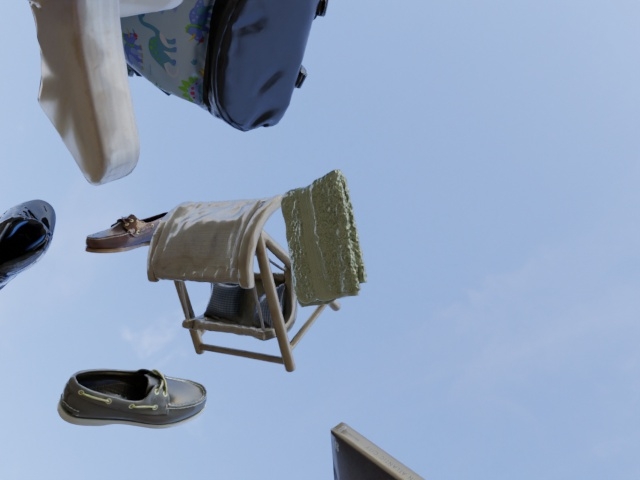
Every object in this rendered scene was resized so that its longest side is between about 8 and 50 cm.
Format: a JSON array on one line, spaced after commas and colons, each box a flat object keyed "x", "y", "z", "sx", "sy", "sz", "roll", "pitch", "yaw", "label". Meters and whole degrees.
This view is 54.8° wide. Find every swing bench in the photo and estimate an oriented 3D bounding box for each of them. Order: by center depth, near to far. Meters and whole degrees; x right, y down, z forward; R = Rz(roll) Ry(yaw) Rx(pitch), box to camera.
[{"x": -0.146, "y": 0.065, "z": 1.056, "sx": 0.253, "sy": 0.165, "sz": 0.254, "roll": -1, "pitch": -53, "yaw": 41, "label": "swing bench"}]

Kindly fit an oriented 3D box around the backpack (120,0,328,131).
[{"x": -0.197, "y": -0.358, "z": 0.875, "sx": 0.355, "sy": 0.273, "sz": 0.290, "roll": 53, "pitch": -40, "yaw": 27, "label": "backpack"}]

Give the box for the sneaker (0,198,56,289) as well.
[{"x": -0.382, "y": -0.005, "z": 0.806, "sx": 0.121, "sy": 0.217, "sz": 0.079, "roll": -29, "pitch": -66, "yaw": 25, "label": "sneaker"}]

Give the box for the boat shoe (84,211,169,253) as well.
[{"x": -0.387, "y": -0.020, "z": 1.263, "sx": 0.073, "sy": 0.207, "sz": 0.073, "roll": 15, "pitch": -73, "yaw": 32, "label": "boat shoe"}]

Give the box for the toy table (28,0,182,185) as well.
[{"x": -0.157, "y": -0.170, "z": 0.323, "sx": 0.161, "sy": 0.274, "sz": 0.252, "roll": -38, "pitch": -108, "yaw": 48, "label": "toy table"}]

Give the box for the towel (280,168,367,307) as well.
[{"x": 0.000, "y": 0.000, "z": 0.714, "sx": 0.110, "sy": 0.027, "sz": 0.148, "roll": -20, "pitch": -107, "yaw": 43, "label": "towel"}]

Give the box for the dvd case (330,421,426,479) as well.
[{"x": 0.087, "y": 0.233, "z": 0.387, "sx": 0.221, "sy": 0.018, "sz": 0.164, "roll": 22, "pitch": -56, "yaw": 46, "label": "dvd case"}]

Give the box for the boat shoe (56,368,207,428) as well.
[{"x": -0.364, "y": 0.313, "z": 1.253, "sx": 0.091, "sy": 0.305, "sz": 0.109, "roll": -63, "pitch": -143, "yaw": 27, "label": "boat shoe"}]
